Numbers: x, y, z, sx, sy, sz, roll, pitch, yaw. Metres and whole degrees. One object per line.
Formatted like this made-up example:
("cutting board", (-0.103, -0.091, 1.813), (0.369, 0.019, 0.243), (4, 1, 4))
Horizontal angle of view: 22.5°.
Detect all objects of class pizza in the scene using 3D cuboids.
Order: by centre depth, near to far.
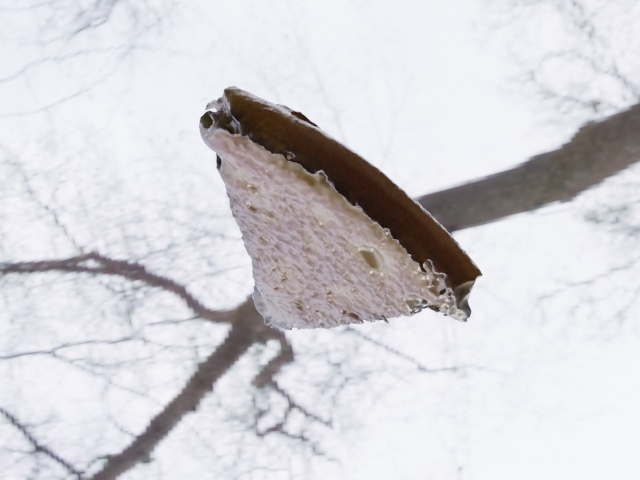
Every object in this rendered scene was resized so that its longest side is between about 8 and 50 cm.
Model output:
("pizza", (0.000, 0.000, 0.915), (0.185, 0.195, 0.052), (39, -118, 4))
